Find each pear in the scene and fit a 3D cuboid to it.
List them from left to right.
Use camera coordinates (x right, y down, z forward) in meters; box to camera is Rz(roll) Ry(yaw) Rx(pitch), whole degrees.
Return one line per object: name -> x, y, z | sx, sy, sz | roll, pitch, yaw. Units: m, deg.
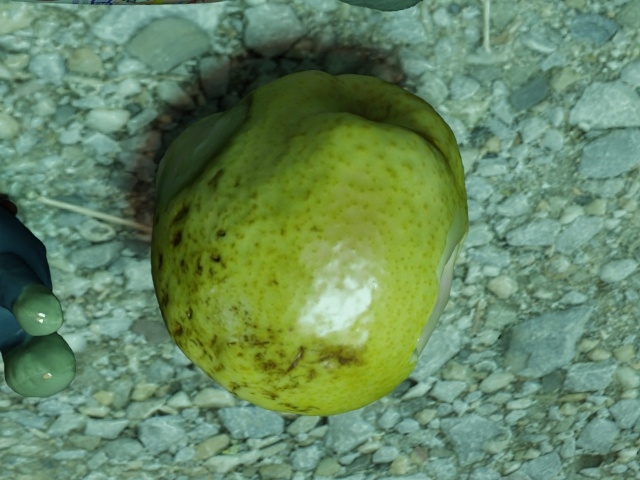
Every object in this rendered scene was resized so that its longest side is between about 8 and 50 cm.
pear -> 0.000, 0.000, 1.086 | 0.271, 0.271, 0.271 | -13, 132, -15

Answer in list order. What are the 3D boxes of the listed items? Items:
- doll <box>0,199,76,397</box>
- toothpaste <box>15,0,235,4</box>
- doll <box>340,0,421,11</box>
doll -> -0.297, 0.007, 1.000 | 0.258, 0.228, 0.154 | 43, 62, -60
toothpaste -> -0.149, -0.184, 0.986 | 0.195, 0.067, 0.042 | 4, 93, -15
doll -> -0.016, -0.261, 0.957 | 0.340, 0.158, 0.246 | 3, 159, -45
